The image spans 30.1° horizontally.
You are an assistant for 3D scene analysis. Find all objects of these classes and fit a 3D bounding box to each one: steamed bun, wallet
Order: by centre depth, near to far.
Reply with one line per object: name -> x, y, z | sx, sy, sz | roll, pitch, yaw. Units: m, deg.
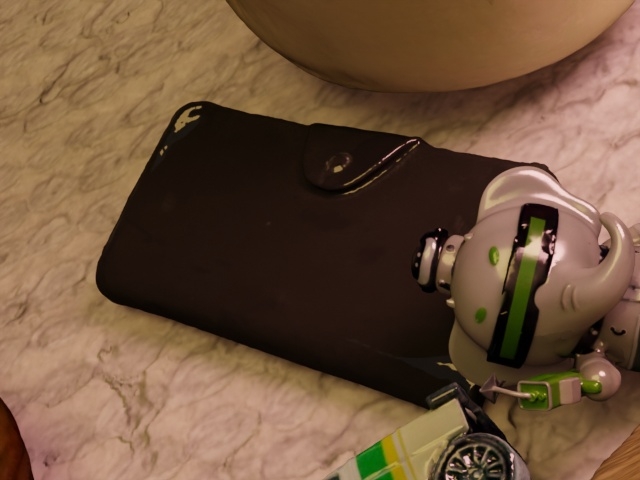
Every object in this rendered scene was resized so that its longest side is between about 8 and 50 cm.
steamed bun -> 0.004, -0.315, 0.895 | 0.290, 0.371, 0.456 | -44, 45, 1
wallet -> 0.000, 0.000, 0.905 | 0.378, 0.051, 0.197 | 16, 71, 36

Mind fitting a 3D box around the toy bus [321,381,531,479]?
toy bus -> 0.086, 0.238, 0.643 | 0.165, 0.133, 0.276 | -30, 48, 11

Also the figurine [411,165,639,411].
figurine -> 0.149, 0.031, 0.726 | 0.193, 0.126, 0.147 | 11, 87, 15

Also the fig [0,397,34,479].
fig -> -0.313, 0.142, 0.937 | 0.217, 0.217, 0.320 | -21, 30, 19

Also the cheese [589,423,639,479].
cheese -> 0.223, 0.177, 0.523 | 0.104, 0.384, 0.383 | -32, 49, 19
